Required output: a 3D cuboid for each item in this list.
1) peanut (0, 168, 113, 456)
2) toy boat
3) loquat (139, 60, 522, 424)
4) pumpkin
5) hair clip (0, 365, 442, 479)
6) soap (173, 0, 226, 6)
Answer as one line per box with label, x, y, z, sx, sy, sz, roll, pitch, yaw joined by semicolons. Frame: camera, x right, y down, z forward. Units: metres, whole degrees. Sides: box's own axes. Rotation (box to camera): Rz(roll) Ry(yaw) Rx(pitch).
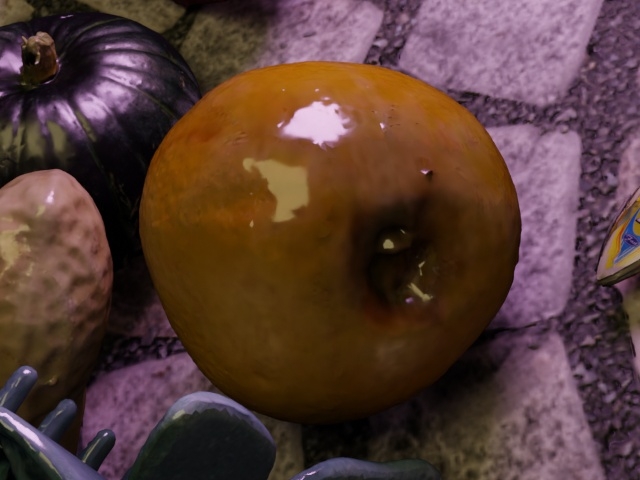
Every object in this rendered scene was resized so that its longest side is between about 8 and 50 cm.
peanut;-0.233;0.088;1.409;0.149;0.313;0.149;12;32;-8
toy boat;0.275;-0.043;1.367;0.210;0.066;0.084;-47;54;-5
loquat;0.000;0.000;1.358;0.275;0.275;0.274;-10;60;18
pumpkin;-0.215;-0.087;1.520;0.250;0.216;0.250;-1;47;1
hair clip;-0.156;0.224;1.263;0.238;0.318;0.392;28;78;35
soap;-0.141;-0.297;1.619;0.289;0.182;0.112;25;75;27
